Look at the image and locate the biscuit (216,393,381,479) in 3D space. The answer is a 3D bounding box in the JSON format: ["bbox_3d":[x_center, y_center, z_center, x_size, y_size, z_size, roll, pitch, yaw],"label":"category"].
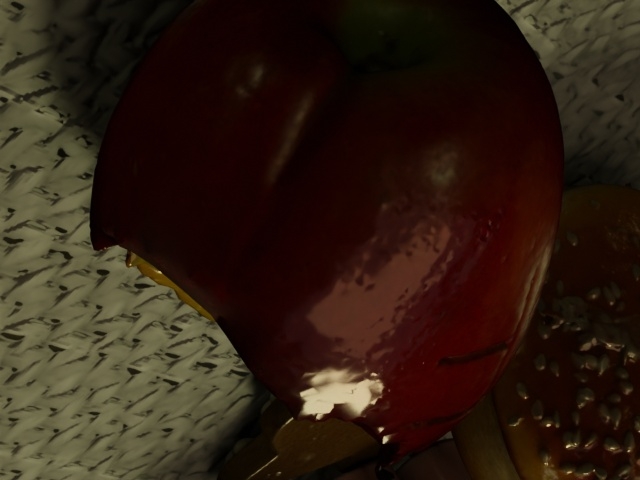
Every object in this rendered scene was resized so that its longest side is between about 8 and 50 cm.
[{"bbox_3d":[0.035,0.096,1.004,0.205,0.031,0.138,-13,150,-35],"label":"biscuit"}]

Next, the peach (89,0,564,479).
[{"bbox_3d":[0.000,0.000,0.696,0.190,0.196,0.226,9,132,-9],"label":"peach"}]

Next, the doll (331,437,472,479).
[{"bbox_3d":[0.071,0.294,1.068,0.284,0.268,0.216,-14,150,-33],"label":"doll"}]

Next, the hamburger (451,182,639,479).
[{"bbox_3d":[0.164,0.076,0.949,0.147,0.236,0.237,-15,166,37],"label":"hamburger"}]
